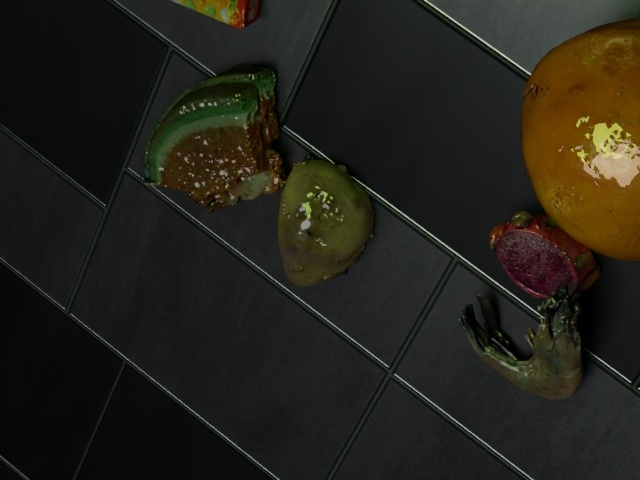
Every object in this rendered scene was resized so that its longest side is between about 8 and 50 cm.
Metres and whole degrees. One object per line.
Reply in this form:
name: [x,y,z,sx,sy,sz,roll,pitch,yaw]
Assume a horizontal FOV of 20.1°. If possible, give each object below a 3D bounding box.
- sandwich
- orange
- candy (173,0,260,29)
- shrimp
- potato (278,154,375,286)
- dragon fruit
sandwich: [-0.136,-0.108,2.143,0.235,0.079,0.159,-16,105,39]
orange: [0.309,-0.096,1.743,0.240,0.240,0.240,16,122,27]
candy: [-0.125,-0.293,2.062,0.122,0.038,0.062,24,126,22]
shrimp: [0.227,0.098,1.997,0.152,0.046,0.219,29,151,18]
potato: [0.000,0.000,2.101,0.101,0.089,0.172,14,120,25]
dragon fruit: [0.246,0.009,1.956,0.126,0.068,0.112,42,148,-9]
